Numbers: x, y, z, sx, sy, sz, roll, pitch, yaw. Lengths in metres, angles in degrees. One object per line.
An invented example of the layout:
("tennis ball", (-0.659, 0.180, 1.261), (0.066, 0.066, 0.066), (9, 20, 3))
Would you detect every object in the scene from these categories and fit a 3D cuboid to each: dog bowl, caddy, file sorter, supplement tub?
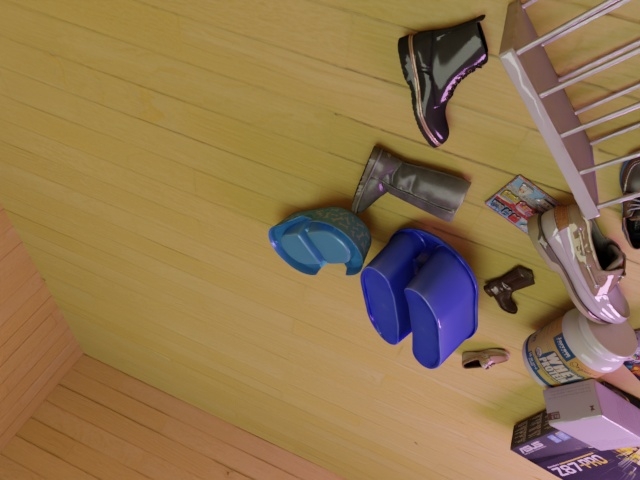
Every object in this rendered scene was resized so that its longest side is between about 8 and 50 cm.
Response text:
("dog bowl", (0.000, 0.000, 1.134), (0.297, 0.074, 0.166), (-4, 128, 50))
("caddy", (0.237, 0.127, 1.094), (0.241, 0.179, 0.341), (30, 148, 39))
("file sorter", (0.388, -0.210, 0.633), (0.173, 0.193, 0.278), (-20, 120, 39))
("supplement tub", (0.559, 0.234, 1.032), (0.144, 0.144, 0.200), (29, 140, 1))

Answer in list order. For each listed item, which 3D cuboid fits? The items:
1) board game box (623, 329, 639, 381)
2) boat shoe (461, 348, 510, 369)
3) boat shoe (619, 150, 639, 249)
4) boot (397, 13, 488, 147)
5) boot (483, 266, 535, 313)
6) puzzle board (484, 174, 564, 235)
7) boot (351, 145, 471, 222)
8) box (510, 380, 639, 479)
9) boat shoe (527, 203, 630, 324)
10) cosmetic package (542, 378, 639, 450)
("board game box", (0.800, 0.235, 0.962), (0.193, 0.053, 0.305), (41, 139, -14))
("boat shoe", (0.444, 0.326, 1.275), (0.135, 0.045, 0.050), (-23, 119, 44))
("boat shoe", (0.542, -0.062, 0.791), (0.066, 0.066, 0.183), (-3, 131, 32))
("boot", (0.220, -0.254, 0.780), (0.136, 0.077, 0.198), (-7, 129, 29))
("boot", (0.444, 0.112, 1.062), (0.106, 0.037, 0.114), (36, 135, -11))
("puzzle board", (0.401, -0.062, 0.919), (0.128, 0.011, 0.096), (34, 140, -6))
("boot", (0.180, -0.091, 0.984), (0.208, 0.076, 0.190), (21, 142, 0))
("box", (0.774, 0.562, 1.290), (0.318, 0.097, 0.395), (31, 139, 4))
("boat shoe", (0.517, 0.053, 0.892), (0.302, 0.113, 0.103), (42, 138, -21))
("cosmetic package", (0.608, 0.388, 1.039), (0.231, 0.086, 0.117), (33, 136, -28))
